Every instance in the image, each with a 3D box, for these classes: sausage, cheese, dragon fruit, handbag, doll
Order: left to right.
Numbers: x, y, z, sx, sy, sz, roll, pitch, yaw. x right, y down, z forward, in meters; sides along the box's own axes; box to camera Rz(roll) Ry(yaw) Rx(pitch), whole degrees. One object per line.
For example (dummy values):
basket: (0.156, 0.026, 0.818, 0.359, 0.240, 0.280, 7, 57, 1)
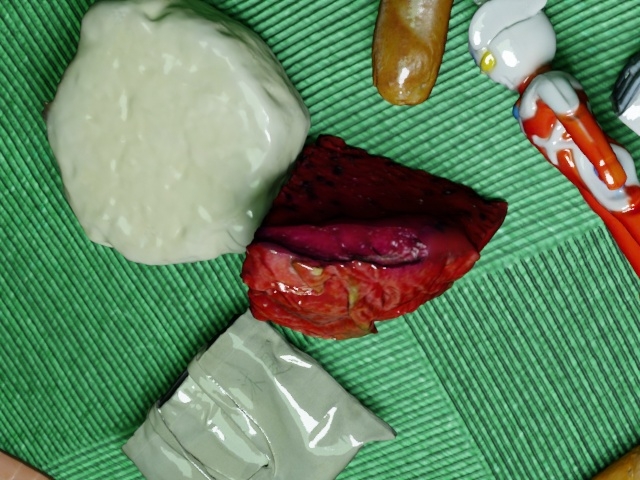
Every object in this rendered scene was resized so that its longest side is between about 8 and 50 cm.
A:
sausage: (-0.456, 0.320, 1.636, 0.169, 0.065, 0.065, 27, 115, 2)
cheese: (-0.173, -0.127, 1.352, 0.318, 0.115, 0.327, -20, 99, 25)
handbag: (-0.094, 0.259, 1.500, 0.253, 0.109, 0.316, 42, 115, 0)
dragon fruit: (0.000, 0.000, 1.291, 0.302, 0.330, 0.240, -39, 77, 26)
sausage: (0.123, -0.288, 1.230, 0.076, 0.103, 0.302, 7, 118, -32)
doll: (0.270, -0.104, 1.229, 0.099, 0.188, 0.384, -30, 84, 2)

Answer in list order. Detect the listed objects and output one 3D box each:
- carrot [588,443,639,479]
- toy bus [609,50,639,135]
carrot: (0.345, 0.349, 1.423, 0.225, 0.159, 0.159, -31, 102, 34)
toy bus: (0.451, -0.228, 1.181, 0.138, 0.097, 0.342, 38, 114, -11)
